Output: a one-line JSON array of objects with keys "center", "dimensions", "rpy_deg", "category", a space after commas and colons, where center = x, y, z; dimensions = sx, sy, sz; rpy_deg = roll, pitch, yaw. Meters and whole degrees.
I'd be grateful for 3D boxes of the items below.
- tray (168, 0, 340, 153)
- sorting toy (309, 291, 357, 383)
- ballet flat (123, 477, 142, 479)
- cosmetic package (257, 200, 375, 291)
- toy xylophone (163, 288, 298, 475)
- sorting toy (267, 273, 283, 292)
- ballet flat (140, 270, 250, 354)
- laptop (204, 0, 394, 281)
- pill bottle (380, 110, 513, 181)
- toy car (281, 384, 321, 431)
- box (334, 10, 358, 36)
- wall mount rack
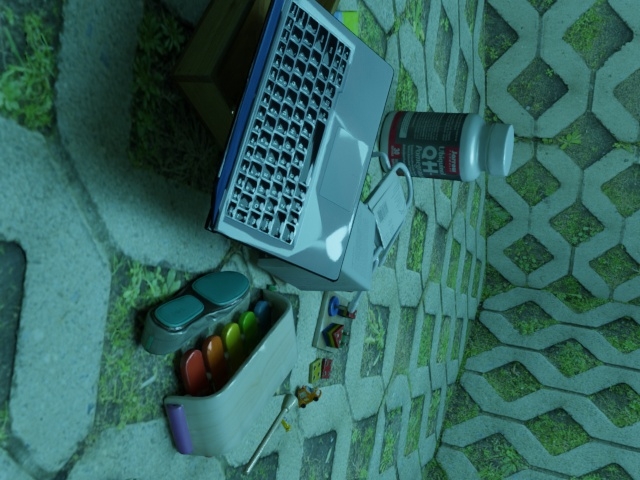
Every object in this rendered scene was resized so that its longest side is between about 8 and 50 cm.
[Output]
[{"center": [-0.079, -0.335, 0.938], "dimensions": [0.203, 0.076, 0.411], "rpy_deg": [59, 43, -54], "category": "tray"}, {"center": [0.037, 0.200, 1.395], "dimensions": [0.132, 0.046, 0.275], "rpy_deg": [38, 63, -63], "category": "sorting toy"}, {"center": [-0.243, 0.360, 0.803], "dimensions": [0.241, 0.091, 0.077], "rpy_deg": [65, 9, -57], "category": "ballet flat"}, {"center": [0.000, 0.000, 1.097], "dimensions": [0.183, 0.151, 0.151], "rpy_deg": [40, 52, -62], "category": "cosmetic package"}, {"center": [-0.123, 0.238, 1.003], "dimensions": [0.322, 0.081, 0.236], "rpy_deg": [-39, 132, -57], "category": "toy xylophone"}, {"center": [-0.082, 0.061, 1.125], "dimensions": [0.083, 0.012, 0.062], "rpy_deg": [-64, 148, -35], "category": "sorting toy"}, {"center": [-0.181, 0.102, 0.874], "dimensions": [0.213, 0.072, 0.068], "rpy_deg": [-29, 151, -60], "category": "ballet flat"}, {"center": [0.012, -0.170, 0.785], "dimensions": [0.408, 0.236, 0.382], "rpy_deg": [26, 76, -42], "category": "laptop"}, {"center": [0.330, -0.245, 1.574], "dimensions": [0.176, 0.318, 0.176], "rpy_deg": [-29, 123, -60], "category": "pill bottle"}, {"center": [-0.041, 0.341, 1.257], "dimensions": [0.040, 0.060, 0.122], "rpy_deg": [59, 26, -7], "category": "toy car"}, {"center": [0.025, -0.394, 1.185], "dimensions": [0.178, 0.042, 0.109], "rpy_deg": [-36, 129, -58], "category": "box"}, {"center": [0.113, -0.022, 1.365], "dimensions": [0.350, 0.130, 0.304], "rpy_deg": [-50, 128, -50], "category": "wall mount rack"}]
